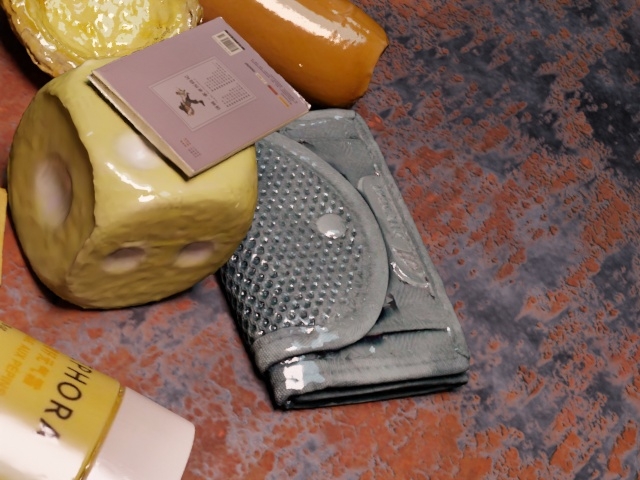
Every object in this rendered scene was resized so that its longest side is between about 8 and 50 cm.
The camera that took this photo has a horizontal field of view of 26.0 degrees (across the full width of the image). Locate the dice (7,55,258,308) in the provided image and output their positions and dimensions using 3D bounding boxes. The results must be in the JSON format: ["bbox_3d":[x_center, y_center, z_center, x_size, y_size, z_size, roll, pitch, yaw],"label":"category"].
[{"bbox_3d":[-0.168,-0.052,1.235,0.169,0.169,0.166,-6,58,-38],"label":"dice"}]

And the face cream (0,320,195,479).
[{"bbox_3d":[-0.217,0.181,0.958,0.179,0.218,0.218,30,42,-8],"label":"face cream"}]

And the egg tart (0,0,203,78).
[{"bbox_3d":[-0.222,-0.237,1.392,0.212,0.090,0.213,4,76,-19],"label":"egg tart"}]

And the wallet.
[{"bbox_3d":[0.000,0.000,1.383,0.237,0.075,0.342,-3,56,-33],"label":"wallet"}]

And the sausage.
[{"bbox_3d":[-0.097,-0.264,1.504,0.353,0.134,0.116,29,85,-6],"label":"sausage"}]

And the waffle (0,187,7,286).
[{"bbox_3d":[-0.364,-0.018,1.179,0.191,0.032,0.125,13,50,-23],"label":"waffle"}]

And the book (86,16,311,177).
[{"bbox_3d":[-0.101,-0.129,1.210,0.127,0.014,0.181,45,40,9],"label":"book"}]
